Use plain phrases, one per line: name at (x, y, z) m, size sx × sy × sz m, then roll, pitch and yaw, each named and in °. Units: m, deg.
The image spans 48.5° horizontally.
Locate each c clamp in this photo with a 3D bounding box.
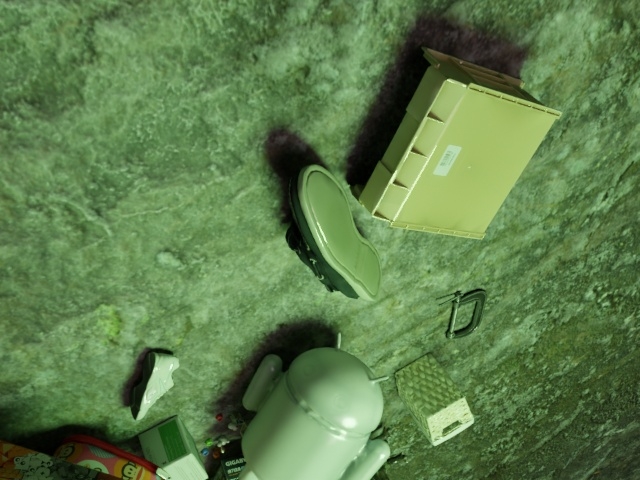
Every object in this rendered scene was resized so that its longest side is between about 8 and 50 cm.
c clamp at (0.312, 0.167, 1.584) m, size 0.137 × 0.022 × 0.160 m, roll -23°, pitch 135°, yaw -20°

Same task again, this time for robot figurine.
robot figurine at (-0.016, 0.349, 1.358) m, size 0.353 × 0.300 × 0.200 m, roll -56°, pitch 170°, yaw 16°

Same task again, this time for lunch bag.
lunch bag at (-0.389, 0.504, 1.286) m, size 0.258 × 0.120 × 0.293 m, roll 24°, pitch 122°, yaw -4°

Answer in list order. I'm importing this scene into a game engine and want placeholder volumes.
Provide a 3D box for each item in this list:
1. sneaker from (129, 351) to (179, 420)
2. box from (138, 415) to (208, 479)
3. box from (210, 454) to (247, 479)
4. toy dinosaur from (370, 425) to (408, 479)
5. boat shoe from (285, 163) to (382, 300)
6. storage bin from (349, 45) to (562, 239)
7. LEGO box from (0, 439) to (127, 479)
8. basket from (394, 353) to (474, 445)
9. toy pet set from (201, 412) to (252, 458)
sneaker at (-0.294, 0.262, 1.262) m, size 0.061 × 0.053 × 0.152 m, roll 7°, pitch 123°, yaw -39°
box at (-0.284, 0.416, 1.368) m, size 0.087 × 0.101 × 0.102 m, roll -26°, pitch 134°, yaw -9°
box at (-0.158, 0.535, 1.561) m, size 0.175 × 0.051 × 0.220 m, roll -5°, pitch 140°, yaw -30°
toy dinosaur at (0.111, 0.546, 1.727) m, size 0.160 × 0.121 × 0.313 m, roll -25°, pitch 170°, yaw -21°
boat shoe at (0.001, -0.003, 1.175) m, size 0.113 × 0.127 × 0.340 m, roll 0°, pitch 154°, yaw 25°
storage bin at (0.213, -0.149, 1.166) m, size 0.261 × 0.123 × 0.262 m, roll 7°, pitch 123°, yaw -35°
LEGO box at (-0.515, 0.563, 1.158) m, size 0.373 × 0.193 × 0.499 m, roll 16°, pitch 125°, yaw 3°
basket at (0.252, 0.354, 1.606) m, size 0.113 × 0.167 × 0.103 m, roll -29°, pitch 131°, yaw -7°
toy pet set at (-0.170, 0.418, 1.467) m, size 0.114 × 0.065 × 0.122 m, roll 1°, pitch 127°, yaw -33°
